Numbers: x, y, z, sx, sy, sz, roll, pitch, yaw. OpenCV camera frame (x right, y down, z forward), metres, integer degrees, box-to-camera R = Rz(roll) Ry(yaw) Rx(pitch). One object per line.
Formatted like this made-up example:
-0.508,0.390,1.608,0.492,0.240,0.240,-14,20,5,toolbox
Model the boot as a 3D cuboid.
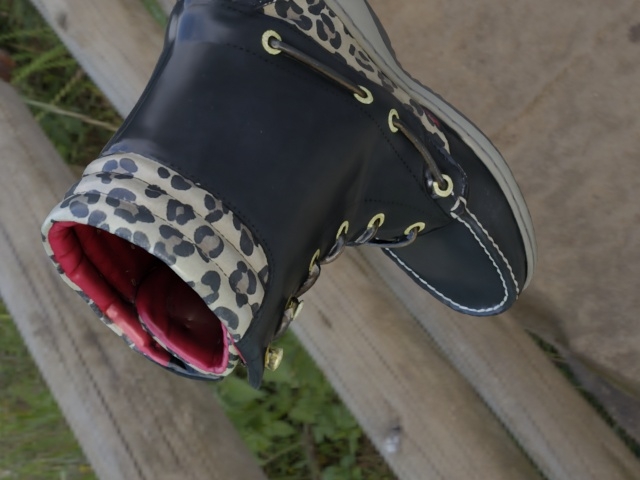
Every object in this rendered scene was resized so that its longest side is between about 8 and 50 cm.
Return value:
-0.002,0.000,0.509,0.085,0.236,0.179,-13,40,40,boot
